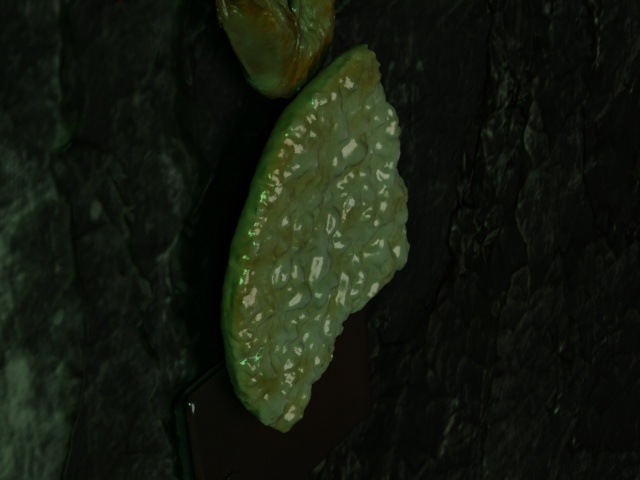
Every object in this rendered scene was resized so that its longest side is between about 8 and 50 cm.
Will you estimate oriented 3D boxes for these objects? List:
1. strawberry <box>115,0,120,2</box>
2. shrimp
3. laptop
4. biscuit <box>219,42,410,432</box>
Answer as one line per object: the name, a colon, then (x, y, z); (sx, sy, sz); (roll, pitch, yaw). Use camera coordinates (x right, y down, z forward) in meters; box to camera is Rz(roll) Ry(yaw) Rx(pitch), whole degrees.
strawberry: (-0.120, -0.221, 0.632); (0.288, 0.250, 0.238); (-12, 153, -32)
shrimp: (-0.032, -0.148, 0.964); (0.101, 0.042, 0.190); (-69, 157, -8)
laptop: (-0.030, 0.118, 1.133); (0.207, 0.026, 0.154); (-39, 135, -44)
biscuit: (0.000, 0.000, 1.060); (0.188, 0.040, 0.265); (5, 102, -58)
